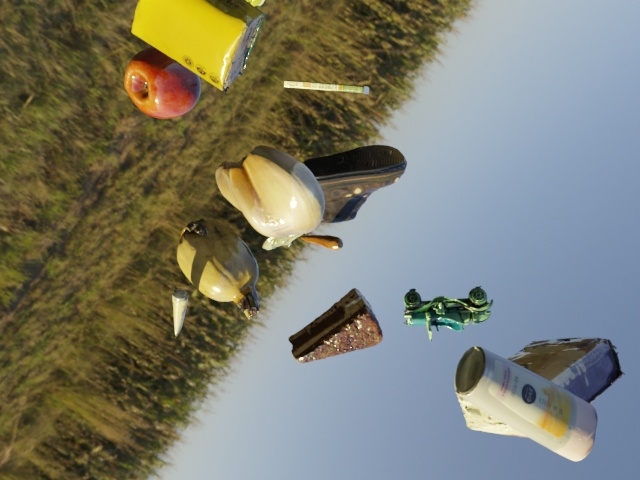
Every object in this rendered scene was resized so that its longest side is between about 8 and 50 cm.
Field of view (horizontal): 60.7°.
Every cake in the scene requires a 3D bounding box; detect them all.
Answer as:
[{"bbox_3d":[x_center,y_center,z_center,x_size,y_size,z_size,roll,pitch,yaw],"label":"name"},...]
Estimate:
[{"bbox_3d":[0.051,0.259,1.471,0.246,0.135,0.112,-39,-146,11],"label":"cake"}]

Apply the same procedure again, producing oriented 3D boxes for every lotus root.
[{"bbox_3d":[-0.261,0.079,1.487,0.183,0.310,0.183,-41,168,-10],"label":"lotus root"}]

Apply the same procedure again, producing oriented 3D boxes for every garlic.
[{"bbox_3d":[-0.095,-0.082,1.116,0.217,0.228,0.110,-19,-146,44],"label":"garlic"}]

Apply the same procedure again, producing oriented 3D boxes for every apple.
[{"bbox_3d":[-0.483,-0.486,1.684,0.201,0.218,0.218,-42,172,-50],"label":"apple"}]

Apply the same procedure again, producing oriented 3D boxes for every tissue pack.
[{"bbox_3d":[-0.289,-0.506,1.272,0.192,0.271,0.134,-58,179,42],"label":"tissue pack"},{"bbox_3d":[0.527,0.348,1.319,0.344,0.125,0.242,-19,180,-35],"label":"tissue pack"}]

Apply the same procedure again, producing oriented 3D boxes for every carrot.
[{"bbox_3d":[0.000,0.000,1.853,0.216,0.048,0.048,12,-116,51],"label":"carrot"}]

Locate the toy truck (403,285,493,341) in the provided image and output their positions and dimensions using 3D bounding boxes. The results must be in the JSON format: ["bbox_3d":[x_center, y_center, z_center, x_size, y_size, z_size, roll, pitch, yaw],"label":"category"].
[{"bbox_3d":[0.221,0.132,0.955,0.080,0.154,0.078,69,21,-59],"label":"toy truck"}]

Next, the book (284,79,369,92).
[{"bbox_3d":[0.026,-0.522,1.860,0.202,0.264,0.027,-55,151,-73],"label":"book"}]

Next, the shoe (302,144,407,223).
[{"bbox_3d":[0.108,-0.182,1.872,0.237,0.384,0.171,93,-25,-44],"label":"shoe"}]

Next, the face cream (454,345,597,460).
[{"bbox_3d":[0.352,0.274,0.925,0.073,0.269,0.107,-20,-138,65],"label":"face cream"}]

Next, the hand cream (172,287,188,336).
[{"bbox_3d":[-0.363,0.184,1.411,0.061,0.039,0.143,-84,-175,-49],"label":"hand cream"}]

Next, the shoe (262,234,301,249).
[{"bbox_3d":[-0.147,-0.023,2.207,0.275,0.098,0.103,-32,-160,53],"label":"shoe"}]

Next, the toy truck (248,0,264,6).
[{"bbox_3d":[-0.218,-0.755,1.630,0.077,0.111,0.076,-41,-178,-38],"label":"toy truck"}]
